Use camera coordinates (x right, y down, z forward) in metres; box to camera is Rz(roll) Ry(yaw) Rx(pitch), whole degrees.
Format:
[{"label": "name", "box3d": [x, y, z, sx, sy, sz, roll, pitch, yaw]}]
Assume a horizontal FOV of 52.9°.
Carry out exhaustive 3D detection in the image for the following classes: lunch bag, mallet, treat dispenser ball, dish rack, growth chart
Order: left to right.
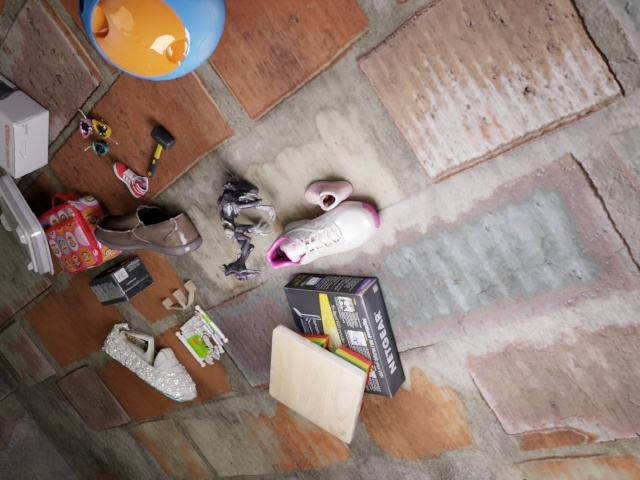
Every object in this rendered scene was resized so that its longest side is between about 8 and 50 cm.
[{"label": "dish rack", "box3d": [-1.028, -0.049, 2.203, 0.332, 0.072, 0.285, 51, 149, 23]}, {"label": "lunch bag", "box3d": [-0.787, -0.035, 2.081, 0.293, 0.120, 0.258, -14, 104, 45]}, {"label": "treat dispenser ball", "box3d": [-0.339, -0.473, 1.306, 0.288, 0.288, 0.288, 20, 129, 27]}, {"label": "mallet", "box3d": [-0.433, -0.225, 1.733, 0.062, 0.039, 0.189, 37, 140, 9]}, {"label": "growth chart", "box3d": [-0.378, 0.315, 2.065, 0.172, 0.021, 0.237, 47, 137, 1]}]

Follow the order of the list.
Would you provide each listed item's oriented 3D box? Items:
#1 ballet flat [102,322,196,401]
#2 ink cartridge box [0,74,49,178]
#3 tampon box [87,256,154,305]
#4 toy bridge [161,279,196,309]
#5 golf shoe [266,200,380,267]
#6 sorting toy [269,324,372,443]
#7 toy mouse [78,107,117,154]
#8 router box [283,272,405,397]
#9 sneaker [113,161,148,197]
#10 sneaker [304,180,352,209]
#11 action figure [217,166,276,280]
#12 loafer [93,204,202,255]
[{"label": "ballet flat", "box3d": [-0.588, 0.408, 2.221, 0.409, 0.147, 0.146, 25, 131, 22]}, {"label": "ink cartridge box", "box3d": [-0.998, -0.376, 1.995, 0.307, 0.129, 0.223, 37, 134, 12]}, {"label": "tampon box", "box3d": [-0.643, 0.132, 2.072, 0.161, 0.120, 0.101, -14, 110, 42]}, {"label": "toy bridge", "box3d": [-0.436, 0.184, 2.015, 0.063, 0.026, 0.188, 51, 136, -4]}, {"label": "golf shoe", "box3d": [0.000, 0.000, 1.472, 0.306, 0.140, 0.115, -21, 103, 43]}, {"label": "sorting toy", "box3d": [0.003, 0.343, 1.620, 0.256, 0.089, 0.257, 26, 133, 23]}, {"label": "toy mouse", "box3d": [-0.644, -0.300, 1.843, 0.161, 0.031, 0.143, 48, 136, 1]}, {"label": "router box", "box3d": [0.061, 0.236, 1.625, 0.243, 0.081, 0.308, 2, 120, 38]}, {"label": "sneaker", "box3d": [-0.536, -0.180, 1.833, 0.067, 0.042, 0.118, -17, 115, 47]}, {"label": "sneaker", "box3d": [0.002, -0.100, 1.451, 0.134, 0.070, 0.051, -5, 117, 41]}, {"label": "action figure", "box3d": [-0.183, -0.044, 1.582, 0.164, 0.141, 0.275, 116, 152, -74]}, {"label": "loafer", "box3d": [-0.501, -0.048, 1.848, 0.366, 0.134, 0.130, 4, 117, 24]}]
